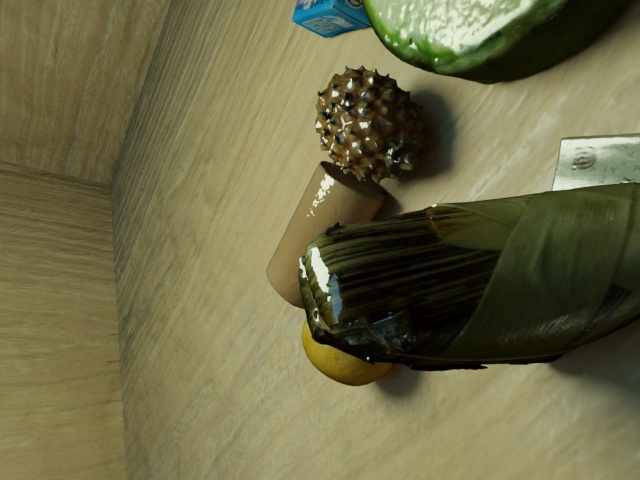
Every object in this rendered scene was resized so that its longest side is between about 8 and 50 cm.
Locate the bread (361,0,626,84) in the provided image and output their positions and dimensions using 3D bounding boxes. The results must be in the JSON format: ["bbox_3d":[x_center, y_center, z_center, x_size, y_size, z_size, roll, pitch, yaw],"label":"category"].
[{"bbox_3d":[0.200,-0.383,0.590,0.366,0.129,0.381,-42,61,49],"label":"bread"}]

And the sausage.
[{"bbox_3d":[0.000,0.000,0.840,0.252,0.123,0.123,-62,37,24],"label":"sausage"}]

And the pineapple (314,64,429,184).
[{"bbox_3d":[0.078,-0.159,0.734,0.193,0.166,0.166,51,124,35],"label":"pineapple"}]

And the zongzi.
[{"bbox_3d":[0.162,0.007,0.407,0.317,0.290,0.154,-48,47,51],"label":"zongzi"}]

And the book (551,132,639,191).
[{"bbox_3d":[0.310,-0.037,0.478,0.199,0.016,0.138,12,91,57],"label":"book"}]

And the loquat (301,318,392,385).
[{"bbox_3d":[0.041,0.138,0.724,0.141,0.141,0.141,-22,63,52],"label":"loquat"}]

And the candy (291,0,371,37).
[{"bbox_3d":[0.054,-0.553,0.941,0.157,0.100,0.305,22,99,57],"label":"candy"}]
